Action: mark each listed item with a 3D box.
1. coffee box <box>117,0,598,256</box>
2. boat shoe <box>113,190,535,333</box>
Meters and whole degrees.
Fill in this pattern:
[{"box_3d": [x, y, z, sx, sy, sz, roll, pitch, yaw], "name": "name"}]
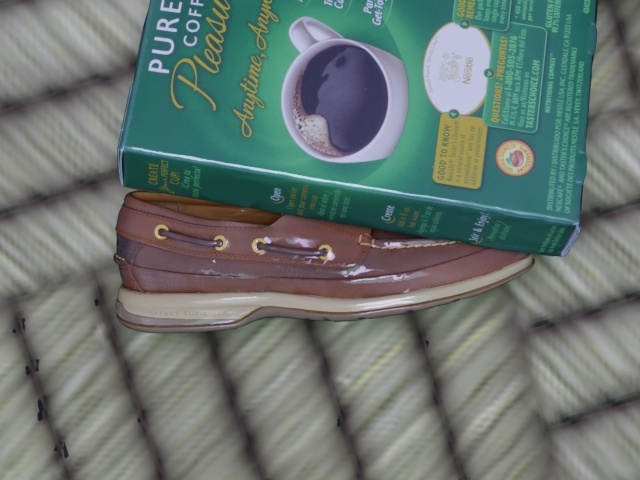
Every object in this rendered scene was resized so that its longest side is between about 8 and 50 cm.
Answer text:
[{"box_3d": [0.017, -0.063, 0.768, 0.184, 0.040, 0.113, 8, 68, -2], "name": "coffee box"}, {"box_3d": [0.000, 0.000, 0.790, 0.178, 0.064, 0.060, -5, 102, 4], "name": "boat shoe"}]
